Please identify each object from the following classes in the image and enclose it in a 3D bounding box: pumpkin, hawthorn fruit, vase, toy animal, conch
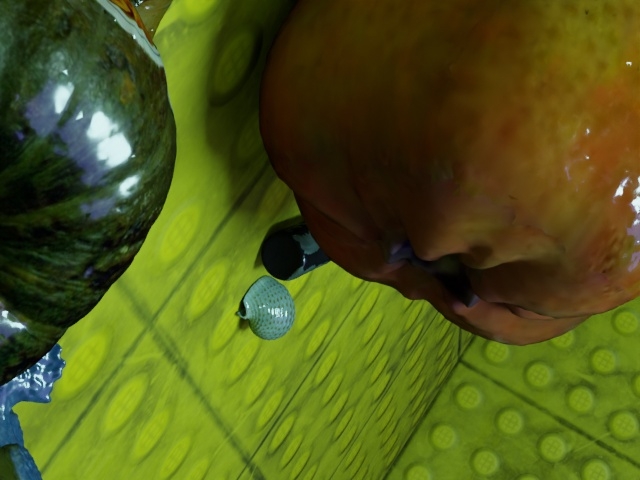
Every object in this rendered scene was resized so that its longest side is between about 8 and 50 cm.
[{"bbox_3d":[-0.204,-0.045,0.549,0.260,0.189,0.260,-16,127,-23],"label":"pumpkin"},{"bbox_3d":[0.184,-0.138,1.107,0.472,0.471,0.472,-52,162,-25],"label":"hawthorn fruit"},{"bbox_3d":[0.000,0.000,1.419,0.211,0.060,0.060,-23,140,-62],"label":"vase"},{"bbox_3d":[-0.241,0.195,0.885,0.176,0.239,0.256,-27,108,-14],"label":"toy animal"},{"bbox_3d":[-0.059,0.083,1.403,0.085,0.056,0.076,15,92,-74],"label":"conch"}]

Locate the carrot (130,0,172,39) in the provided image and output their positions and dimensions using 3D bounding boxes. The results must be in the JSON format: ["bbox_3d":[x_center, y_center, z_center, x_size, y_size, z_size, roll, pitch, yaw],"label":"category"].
[{"bbox_3d":[-0.163,-0.094,0.784,0.078,0.078,0.298,-32,152,-58],"label":"carrot"}]
